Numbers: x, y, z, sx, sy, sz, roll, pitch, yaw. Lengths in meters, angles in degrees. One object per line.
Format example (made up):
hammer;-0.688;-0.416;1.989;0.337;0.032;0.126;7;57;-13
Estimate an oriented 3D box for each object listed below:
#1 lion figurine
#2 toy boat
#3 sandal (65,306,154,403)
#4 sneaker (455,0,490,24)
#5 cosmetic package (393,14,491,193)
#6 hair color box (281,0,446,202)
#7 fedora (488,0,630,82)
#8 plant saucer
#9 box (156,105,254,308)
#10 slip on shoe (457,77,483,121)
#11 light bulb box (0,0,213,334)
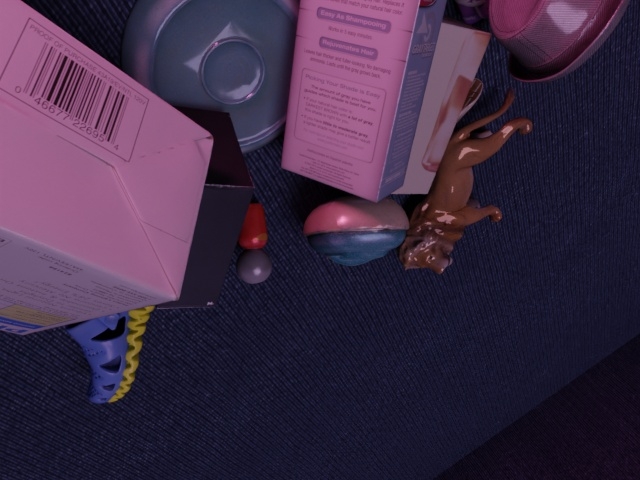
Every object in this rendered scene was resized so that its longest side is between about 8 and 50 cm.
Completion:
lion figurine;0.285;-0.120;1.117;0.241;0.142;0.391;-11;121;-23
toy boat;0.000;0.000;0.986;0.319;0.267;0.147;-3;88;-4
sandal;-0.389;0.157;0.946;0.138;0.126;0.317;7;111;-30
sneaker;0.225;-0.425;0.864;0.282;0.102;0.160;-21;135;-16
cosmetic package;0.156;-0.244;0.926;0.129;0.153;0.295;-2;126;-31
hair color box;0.063;-0.267;0.790;0.114;0.186;0.374;-33;140;-51
fedora;0.355;-0.387;0.816;0.125;0.244;0.275;22;81;-21
plant saucer;-0.140;-0.265;0.813;0.318;0.043;0.317;-15;130;-19
box;-0.198;-0.045;0.814;0.103;0.184;0.261;-1;135;-28
slip on shoe;0.272;-0.266;1.054;0.135;0.051;0.041;-55;172;6
light bulb box;-0.384;-0.063;0.586;0.361;0.225;0.358;-15;147;36
